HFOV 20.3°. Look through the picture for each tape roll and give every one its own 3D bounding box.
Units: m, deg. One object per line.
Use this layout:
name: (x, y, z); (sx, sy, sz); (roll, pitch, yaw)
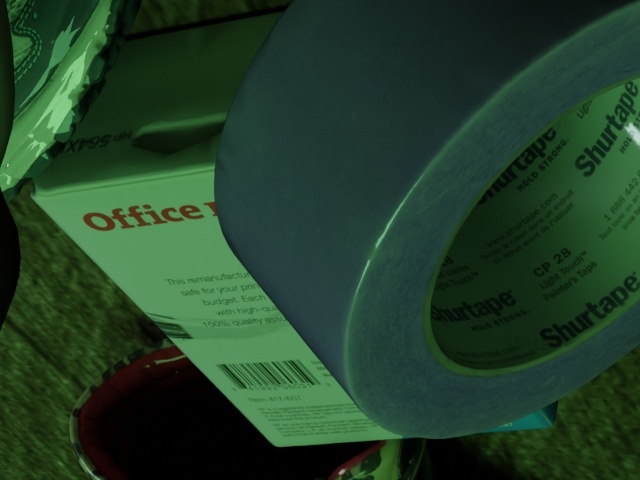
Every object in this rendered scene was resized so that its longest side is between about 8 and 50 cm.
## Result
tape roll: (0.065, -0.028, 0.593); (0.080, 0.189, 0.189); (50, 166, 34)

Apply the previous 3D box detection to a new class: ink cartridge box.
ink cartridge box: (0.000, 0.000, 0.759); (0.148, 0.086, 0.203); (-7, 141, 31)

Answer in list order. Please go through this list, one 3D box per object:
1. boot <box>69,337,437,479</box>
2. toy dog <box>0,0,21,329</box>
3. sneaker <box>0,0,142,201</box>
boot: (0.069, 0.167, 0.949); (0.377, 0.138, 0.284); (4, 146, 28)
toy dog: (-0.263, -0.074, 0.497); (0.408, 0.395, 0.284); (4, 138, 33)
sneaker: (-0.171, -0.074, 0.704); (0.122, 0.110, 0.283); (37, 142, -24)
